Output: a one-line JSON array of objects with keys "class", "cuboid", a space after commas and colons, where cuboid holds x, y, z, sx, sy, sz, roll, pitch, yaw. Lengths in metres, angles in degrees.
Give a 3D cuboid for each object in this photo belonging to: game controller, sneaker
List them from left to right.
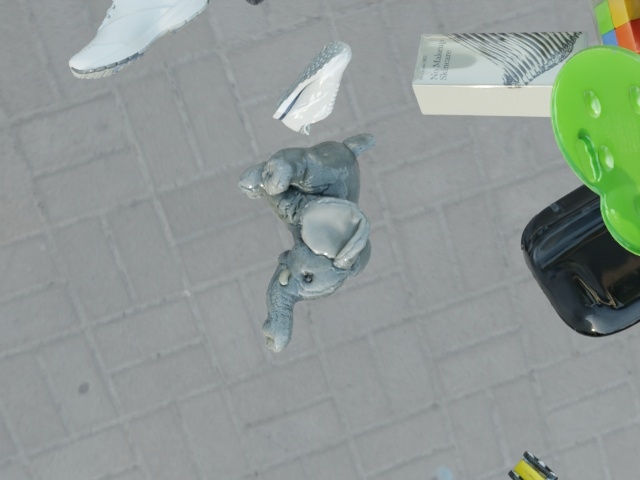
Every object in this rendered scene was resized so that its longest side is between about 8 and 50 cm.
[{"class": "sneaker", "cuboid": [-0.349, -0.403, 1.677, 0.297, 0.111, 0.129, -42, 105, -22]}, {"class": "sneaker", "cuboid": [0.001, -0.309, 1.851, 0.095, 0.090, 0.235, 35, 133, -16]}, {"class": "game controller", "cuboid": [0.362, -0.031, 0.909, 0.319, 0.166, 0.067, -32, 144, 10]}]

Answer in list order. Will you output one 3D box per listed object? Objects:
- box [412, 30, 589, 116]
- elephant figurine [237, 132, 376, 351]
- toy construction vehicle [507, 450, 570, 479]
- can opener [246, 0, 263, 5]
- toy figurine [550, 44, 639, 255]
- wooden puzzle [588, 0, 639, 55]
[{"class": "box", "cuboid": [0.298, -0.274, 1.500, 0.275, 0.094, 0.113, 3, 66, 19]}, {"class": "elephant figurine", "cuboid": [0.000, 0.000, 1.215, 0.186, 0.169, 0.239, -30, 76, 36]}, {"class": "toy construction vehicle", "cuboid": [0.172, 0.223, 0.686, 0.085, 0.098, 0.035, -55, 143, 4]}, {"class": "can opener", "cuboid": [-0.062, -0.328, 1.065, 0.073, 0.186, 0.059, 9, 126, -5]}, {"class": "toy figurine", "cuboid": [0.293, -0.096, 0.729, 0.159, 0.130, 0.173, -26, 105, -25]}, {"class": "wooden puzzle", "cuboid": [0.457, -0.395, 1.286, 0.081, 0.348, 0.321, -14, 90, -12]}]
